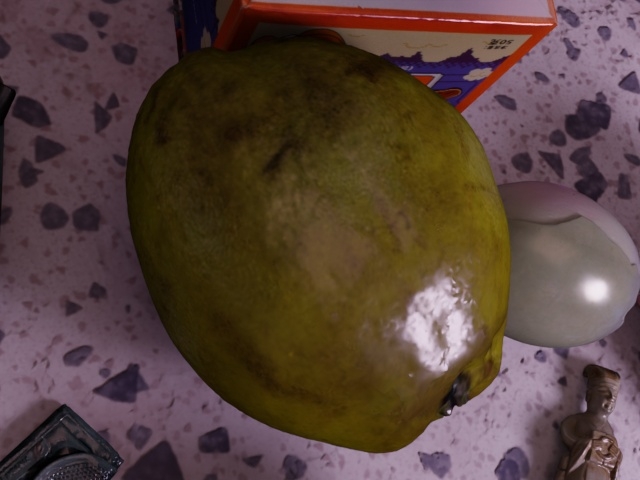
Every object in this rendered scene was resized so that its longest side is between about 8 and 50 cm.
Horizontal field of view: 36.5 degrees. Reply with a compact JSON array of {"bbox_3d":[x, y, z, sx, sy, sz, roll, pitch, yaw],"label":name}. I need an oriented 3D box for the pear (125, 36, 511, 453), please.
[{"bbox_3d":[0.000,0.000,0.933,0.352,0.352,0.413,-33,90,-25],"label":"pear"}]

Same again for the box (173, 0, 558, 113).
[{"bbox_3d":[0.027,-0.325,1.087,0.349,0.257,0.318,-3,75,-21],"label":"box"}]

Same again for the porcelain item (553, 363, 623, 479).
[{"bbox_3d":[0.311,0.242,1.108,0.084,0.054,0.213,23,66,-12],"label":"porcelain item"}]

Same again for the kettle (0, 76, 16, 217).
[{"bbox_3d":[-0.404,-0.054,0.931,0.211,0.160,0.243,-5,65,9],"label":"kettle"}]

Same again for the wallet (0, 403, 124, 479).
[{"bbox_3d":[-0.263,0.230,0.932,0.088,0.026,0.129,45,65,0],"label":"wallet"}]

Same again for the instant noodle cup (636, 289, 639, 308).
[{"bbox_3d":[0.513,0.112,1.131,0.243,0.243,0.231,-23,88,-24],"label":"instant noodle cup"}]

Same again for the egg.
[{"bbox_3d":[0.234,0.021,1.081,0.217,0.183,0.183,23,67,-20],"label":"egg"}]
